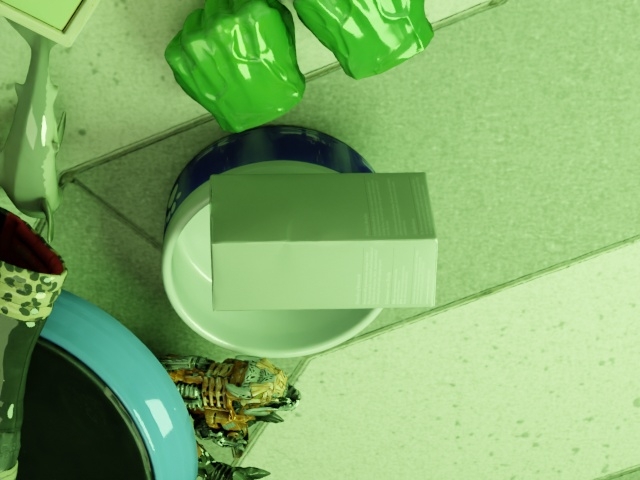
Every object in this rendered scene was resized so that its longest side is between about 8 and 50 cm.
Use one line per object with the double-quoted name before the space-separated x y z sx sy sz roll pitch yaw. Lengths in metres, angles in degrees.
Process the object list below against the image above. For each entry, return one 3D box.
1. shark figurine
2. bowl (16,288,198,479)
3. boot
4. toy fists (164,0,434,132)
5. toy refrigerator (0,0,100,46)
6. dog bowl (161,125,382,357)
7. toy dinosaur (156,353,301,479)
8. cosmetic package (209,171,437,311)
"shark figurine" -0.325 -0.110 1.731 0.116 0.166 0.278 3 128 -5
"bowl" -0.335 0.236 1.953 0.391 0.077 0.391 11 121 20
"boot" -0.443 0.078 1.803 0.138 0.377 0.284 -8 125 -54
"toy fists" -0.025 -0.226 1.708 0.279 0.096 0.142 -21 136 11
"toy refrigerator" -0.225 -0.327 1.614 0.102 0.094 0.269 26 123 -22
"dog bowl" -0.047 0.003 1.876 0.265 0.104 0.265 -2 128 -2
"toy dinosaur" -0.148 0.193 1.988 0.218 0.322 0.164 43 72 -39
"cosmetic package" 0.000 0.000 1.731 0.238 0.127 0.107 -2 128 0
